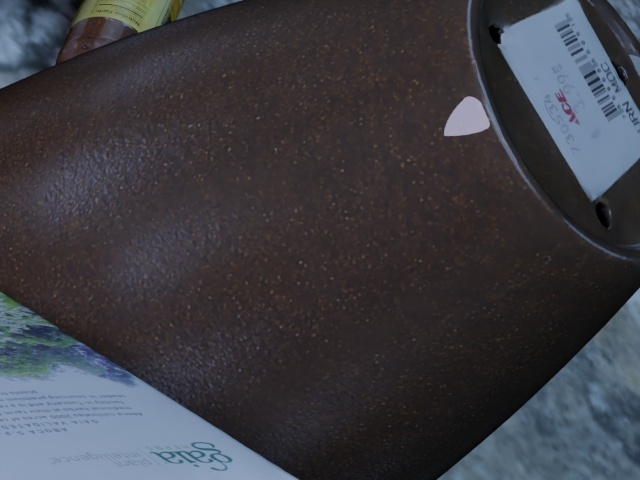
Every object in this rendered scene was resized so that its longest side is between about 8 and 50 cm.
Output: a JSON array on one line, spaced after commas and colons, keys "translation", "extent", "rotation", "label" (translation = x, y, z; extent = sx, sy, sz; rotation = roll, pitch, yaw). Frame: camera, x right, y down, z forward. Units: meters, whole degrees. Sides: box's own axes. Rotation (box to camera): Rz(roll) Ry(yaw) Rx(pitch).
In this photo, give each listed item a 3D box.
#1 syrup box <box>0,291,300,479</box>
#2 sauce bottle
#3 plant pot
[{"translation": [-0.117, 0.067, 0.545], "extent": [0.093, 0.096, 0.237], "rotation": [0, 19, -42], "label": "syrup box"}, {"translation": [-0.089, -0.079, 0.835], "extent": [0.042, 0.042, 0.128], "rotation": [34, 44, -16], "label": "sauce bottle"}, {"translation": [0.000, 0.000, 0.668], "extent": [0.215, 0.230, 0.215], "rotation": [29, 47, -36], "label": "plant pot"}]
